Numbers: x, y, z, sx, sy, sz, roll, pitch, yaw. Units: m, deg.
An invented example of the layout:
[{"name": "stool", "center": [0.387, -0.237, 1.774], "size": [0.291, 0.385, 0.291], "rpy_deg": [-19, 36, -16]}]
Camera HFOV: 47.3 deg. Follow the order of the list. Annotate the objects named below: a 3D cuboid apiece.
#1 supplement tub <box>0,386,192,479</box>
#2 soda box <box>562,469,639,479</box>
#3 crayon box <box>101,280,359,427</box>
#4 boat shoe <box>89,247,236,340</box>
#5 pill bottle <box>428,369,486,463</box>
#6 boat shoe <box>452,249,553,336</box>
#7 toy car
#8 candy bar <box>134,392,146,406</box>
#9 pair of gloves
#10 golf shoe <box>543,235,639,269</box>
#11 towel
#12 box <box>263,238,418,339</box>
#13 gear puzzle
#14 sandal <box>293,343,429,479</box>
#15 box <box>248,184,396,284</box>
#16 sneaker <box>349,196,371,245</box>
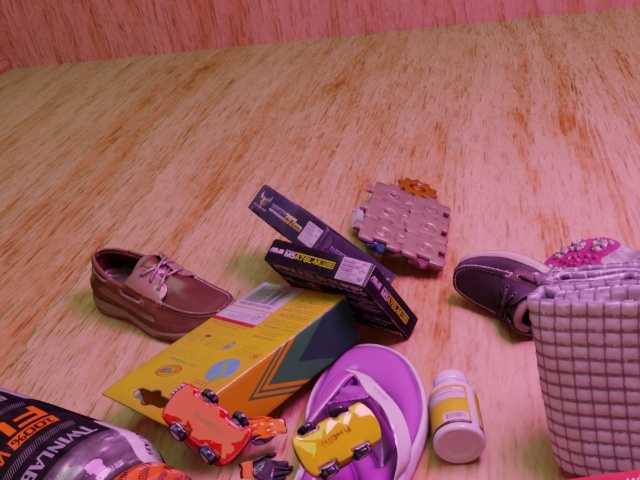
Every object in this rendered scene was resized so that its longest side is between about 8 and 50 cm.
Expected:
[{"name": "supplement tub", "center": [-0.315, 0.292, 0.817], "size": [0.338, 0.207, 0.207], "rpy_deg": [8, 34, 28]}, {"name": "soda box", "center": [0.266, 0.288, 0.703], "size": [0.263, 0.083, 0.092], "rpy_deg": [-18, 25, 22]}, {"name": "crayon box", "center": [-0.124, 0.178, 1.048], "size": [0.318, 0.081, 0.202], "rpy_deg": [-33, 25, -35]}, {"name": "boat shoe", "center": [-0.285, 0.084, 1.261], "size": [0.324, 0.116, 0.123], "rpy_deg": [9, 34, 29]}, {"name": "pill bottle", "center": [0.172, 0.221, 0.936], "size": [0.065, 0.065, 0.116], "rpy_deg": [-6, 30, 8]}, {"name": "boat shoe", "center": [0.313, 0.094, 1.083], "size": [0.285, 0.102, 0.092], "rpy_deg": [23, 37, 35]}, {"name": "toy car", "center": [-0.058, 0.273, 0.768], "size": [0.239, 0.053, 0.225], "rpy_deg": [6, 56, -4]}, {"name": "candy bar", "center": [-0.226, 0.208, 1.127], "size": [0.040, 0.018, 0.161], "rpy_deg": [15, 37, 37]}, {"name": "pair of gloves", "center": [-0.071, 0.264, 0.930], "size": [0.074, 0.010, 0.083], "rpy_deg": [7, 59, -30]}, {"name": "golf shoe", "center": [0.463, 0.069, 1.086], "size": [0.115, 0.140, 0.306], "rpy_deg": [-47, 21, -23]}, {"name": "towel", "center": [0.389, 0.140, 0.802], "size": [0.284, 0.235, 0.121], "rpy_deg": [-4, 15, 29]}, {"name": "box", "center": [0.033, 0.075, 1.123], "size": [0.191, 0.184, 0.045], "rpy_deg": [14, 70, 36]}, {"name": "gear puzzle", "center": [0.161, -0.044, 1.396], "size": [0.176, 0.044, 0.339], "rpy_deg": [20, 30, 2]}, {"name": "sandal", "center": [0.041, 0.244, 0.898], "size": [0.169, 0.102, 0.416], "rpy_deg": [-1, 30, 14]}, {"name": "box", "center": [0.000, 0.000, 1.266], "size": [0.059, 0.183, 0.233], "rpy_deg": [-54, 37, 1]}, {"name": "sneaker", "center": [0.090, -0.026, 1.419], "size": [0.061, 0.053, 0.152], "rpy_deg": [-26, 29, 21]}]
